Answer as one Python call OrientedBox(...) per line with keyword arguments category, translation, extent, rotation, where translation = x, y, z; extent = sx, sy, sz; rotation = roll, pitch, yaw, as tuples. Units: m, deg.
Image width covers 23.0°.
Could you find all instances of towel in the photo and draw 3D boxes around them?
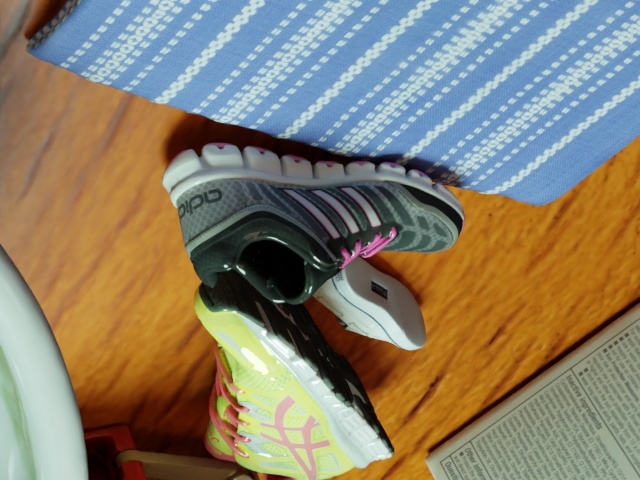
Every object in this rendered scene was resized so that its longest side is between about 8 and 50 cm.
OrientedBox(category="towel", translation=(0.067, -0.119, 0.743), extent=(0.336, 0.040, 0.243), rotation=(14, 140, -36))

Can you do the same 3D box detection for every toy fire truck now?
OrientedBox(category="toy fire truck", translation=(-0.077, 0.172, 0.979), extent=(0.192, 0.047, 0.135), rotation=(-1, 132, -27))

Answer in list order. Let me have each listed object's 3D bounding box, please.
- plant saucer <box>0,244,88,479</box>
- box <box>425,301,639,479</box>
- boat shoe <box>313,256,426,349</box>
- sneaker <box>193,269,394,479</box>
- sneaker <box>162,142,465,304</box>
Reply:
OrientedBox(category="plant saucer", translation=(-0.306, 0.106, 0.687), extent=(0.400, 0.100, 0.400), rotation=(-3, 106, -12))
OrientedBox(category="box", translation=(0.242, 0.125, 1.028), extent=(0.311, 0.148, 0.121), rotation=(-36, 138, 12))
OrientedBox(category="boat shoe", translation=(0.026, 0.039, 0.915), extent=(0.035, 0.035, 0.100), rotation=(-16, 150, 29))
OrientedBox(category="sneaker", translation=(-0.031, 0.091, 0.898), extent=(0.094, 0.081, 0.208), rotation=(-29, 139, 4))
OrientedBox(category="sneaker", translation=(0.000, 0.000, 0.813), extent=(0.170, 0.075, 0.063), rotation=(7, 155, -29))
